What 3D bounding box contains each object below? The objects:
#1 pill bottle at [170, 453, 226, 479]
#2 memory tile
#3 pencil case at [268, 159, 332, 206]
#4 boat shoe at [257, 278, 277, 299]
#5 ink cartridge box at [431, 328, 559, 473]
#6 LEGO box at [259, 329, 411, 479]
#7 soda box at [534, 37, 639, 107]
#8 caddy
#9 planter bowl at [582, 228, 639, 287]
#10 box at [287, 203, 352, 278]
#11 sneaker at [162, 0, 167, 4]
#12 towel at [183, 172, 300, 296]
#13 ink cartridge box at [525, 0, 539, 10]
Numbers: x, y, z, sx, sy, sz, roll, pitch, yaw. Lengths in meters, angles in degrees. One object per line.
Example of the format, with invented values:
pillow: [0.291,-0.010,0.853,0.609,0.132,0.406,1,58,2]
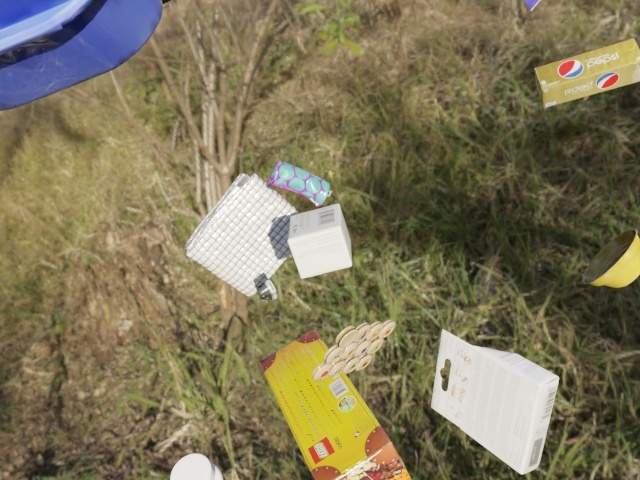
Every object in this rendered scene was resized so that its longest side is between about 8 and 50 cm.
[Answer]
pill bottle: [-0.185,0.404,0.966,0.078,0.137,0.078,-8,41,7]
memory tile: [0.055,0.171,0.946,0.148,0.113,0.012,2,36,-52]
pencil case: [-0.050,-0.139,1.484,0.064,0.152,0.070,-35,36,60]
boat shoe: [-0.134,0.125,1.476,0.040,0.049,0.142,-31,-9,-10]
ink cartridge box: [0.319,0.289,1.136,0.066,0.189,0.232,-7,22,-30]
LEGO box: [0.058,0.532,1.599,0.193,0.372,0.500,-30,30,-8]
soda box: [0.508,-0.316,1.148,0.181,0.058,0.061,-14,57,16]
caddy: [-0.329,-0.276,0.596,0.341,0.241,0.179,-19,-9,8]
planter bowl: [0.895,0.074,1.803,0.217,0.090,0.217,-50,-6,-7]
box: [0.000,0.000,1.114,0.102,0.087,0.101,-15,27,8]
sneaker: [-0.338,-0.614,1.345,0.319,0.131,0.112,-15,16,16]
towel: [-0.200,-0.020,1.658,0.283,0.235,0.121,-51,21,2]
ink cartridge box: [0.474,-0.628,1.276,0.045,0.206,0.208,17,45,-25]
